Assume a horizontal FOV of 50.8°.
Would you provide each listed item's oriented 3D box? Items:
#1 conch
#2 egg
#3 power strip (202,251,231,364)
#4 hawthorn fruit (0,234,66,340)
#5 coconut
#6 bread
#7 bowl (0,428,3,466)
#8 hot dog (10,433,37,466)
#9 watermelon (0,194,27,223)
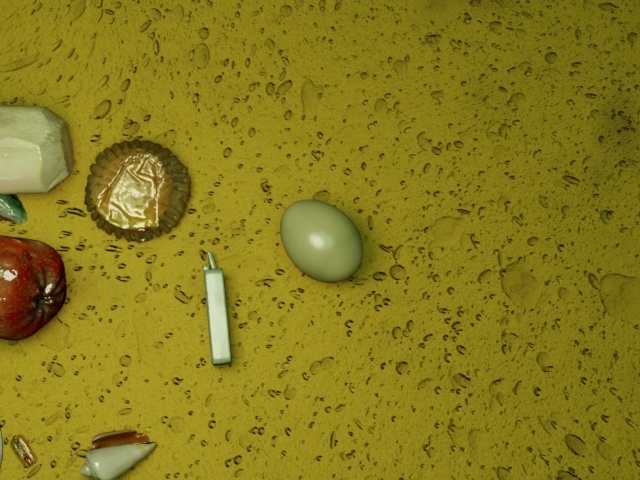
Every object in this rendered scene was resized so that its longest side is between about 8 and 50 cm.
[{"bbox_3d":[-0.477,0.498,1.575,0.176,0.094,0.104,-28,43,-19],"label":"conch"},{"bbox_3d":[0.000,0.000,1.721,0.241,0.186,0.186,41,74,8],"label":"egg"},{"bbox_3d":[-0.260,0.166,1.687,0.053,0.093,0.288,-5,78,-7],"label":"power strip"},{"bbox_3d":[-0.754,0.088,1.559,0.300,0.254,0.254,25,74,14],"label":"hawthorn fruit"},{"bbox_3d":[-0.730,-0.220,1.642,0.241,0.241,0.241,2,76,-9],"label":"coconut"},{"bbox_3d":[-0.461,-0.132,1.699,0.274,0.149,0.274,2,82,-13],"label":"bread"},{"bbox_3d":[-0.898,0.479,1.477,0.345,0.157,0.346,2,76,-9],"label":"bowl"},{"bbox_3d":[-0.696,0.491,1.577,0.037,0.021,0.083,-37,86,-16],"label":"hot dog"},{"bbox_3d":[-0.833,-0.089,1.670,0.187,0.071,0.139,40,78,1],"label":"watermelon"}]
